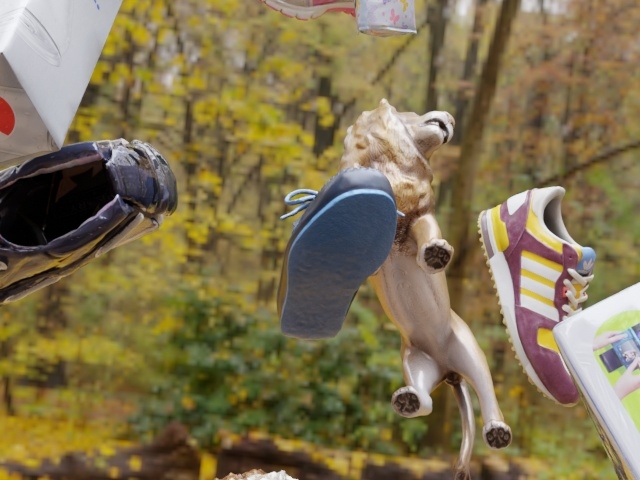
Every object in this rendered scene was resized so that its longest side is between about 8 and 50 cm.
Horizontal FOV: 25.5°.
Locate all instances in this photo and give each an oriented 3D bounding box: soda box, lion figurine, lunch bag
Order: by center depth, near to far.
[{"bbox_3d":[-0.236,-0.183,1.153,0.091,0.286,0.098,-13,-53,18],"label":"soda box"},{"bbox_3d":[0.061,-0.251,1.481,0.053,0.071,0.083,-2,3,30],"label":"lunch bag"},{"bbox_3d":[0.105,0.054,1.529,0.142,0.392,0.240,-10,20,2],"label":"lion figurine"}]

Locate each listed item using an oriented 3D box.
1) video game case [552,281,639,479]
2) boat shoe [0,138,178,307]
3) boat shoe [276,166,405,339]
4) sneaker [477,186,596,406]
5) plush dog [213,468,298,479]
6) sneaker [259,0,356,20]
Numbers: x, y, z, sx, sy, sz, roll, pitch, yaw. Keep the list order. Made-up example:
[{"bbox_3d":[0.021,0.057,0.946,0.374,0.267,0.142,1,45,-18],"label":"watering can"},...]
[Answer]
[{"bbox_3d":[0.216,0.184,0.675,0.061,0.244,0.269,-28,-41,5],"label":"video game case"},{"bbox_3d":[-0.299,-0.002,1.220,0.341,0.127,0.158,-26,-3,6],"label":"boat shoe"},{"bbox_3d":[0.000,0.000,1.319,0.109,0.089,0.258,10,-34,-16],"label":"boat shoe"},{"bbox_3d":[0.197,0.045,1.189,0.084,0.185,0.069,-25,-15,25],"label":"sneaker"},{"bbox_3d":[0.001,0.226,0.768,0.211,0.225,0.262,-35,12,-21],"label":"plush dog"},{"bbox_3d":[0.007,-0.355,1.854,0.252,0.111,0.103,-2,32,-29],"label":"sneaker"}]
